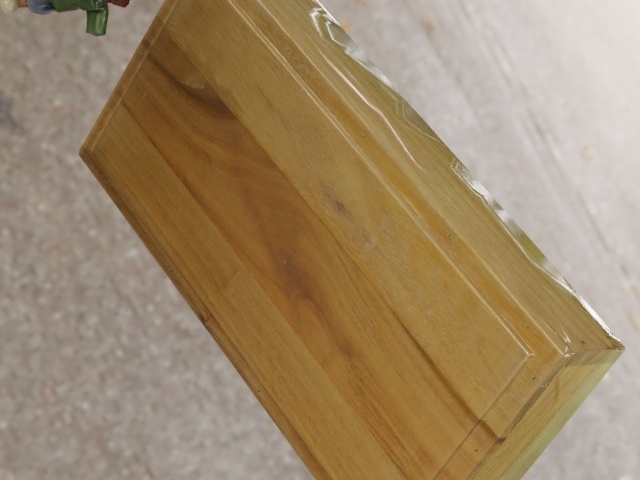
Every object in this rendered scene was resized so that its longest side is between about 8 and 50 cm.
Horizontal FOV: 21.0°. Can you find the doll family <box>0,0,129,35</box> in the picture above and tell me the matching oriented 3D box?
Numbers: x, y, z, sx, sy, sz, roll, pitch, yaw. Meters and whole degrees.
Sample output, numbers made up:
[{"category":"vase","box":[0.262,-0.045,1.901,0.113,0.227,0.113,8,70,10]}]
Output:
[{"category":"doll family","box":[-0.158,-0.223,1.063,0.076,0.111,0.193,-61,143,-44]}]

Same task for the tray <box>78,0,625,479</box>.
[{"category":"tray","box":[0.000,0.000,1.160,0.076,0.203,0.411,1,42,-47]}]
